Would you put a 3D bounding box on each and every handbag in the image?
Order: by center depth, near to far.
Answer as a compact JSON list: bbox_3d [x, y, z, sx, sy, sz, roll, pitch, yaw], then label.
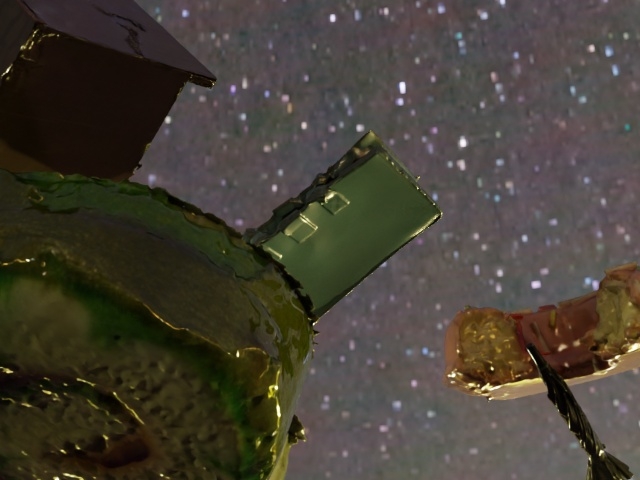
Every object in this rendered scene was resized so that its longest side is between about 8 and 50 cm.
[{"bbox_3d":[0.000,0.000,1.228,0.221,0.057,0.144,-38,-35,9],"label":"handbag"}]

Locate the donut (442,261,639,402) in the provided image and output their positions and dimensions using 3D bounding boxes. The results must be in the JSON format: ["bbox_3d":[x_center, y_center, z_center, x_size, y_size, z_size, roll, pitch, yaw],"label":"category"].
[{"bbox_3d":[0.228,0.088,1.180,0.233,0.085,0.199,-16,-17,15],"label":"donut"}]

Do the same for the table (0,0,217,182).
[{"bbox_3d":[-0.233,-0.126,1.029,0.193,0.172,0.169,10,-61,-51],"label":"table"}]

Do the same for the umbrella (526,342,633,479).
[{"bbox_3d":[0.224,0.176,1.083,0.044,0.044,0.269,-17,-51,31],"label":"umbrella"}]

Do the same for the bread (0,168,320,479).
[{"bbox_3d":[-0.161,0.117,0.948,0.366,0.129,0.382,-23,-54,39],"label":"bread"}]
